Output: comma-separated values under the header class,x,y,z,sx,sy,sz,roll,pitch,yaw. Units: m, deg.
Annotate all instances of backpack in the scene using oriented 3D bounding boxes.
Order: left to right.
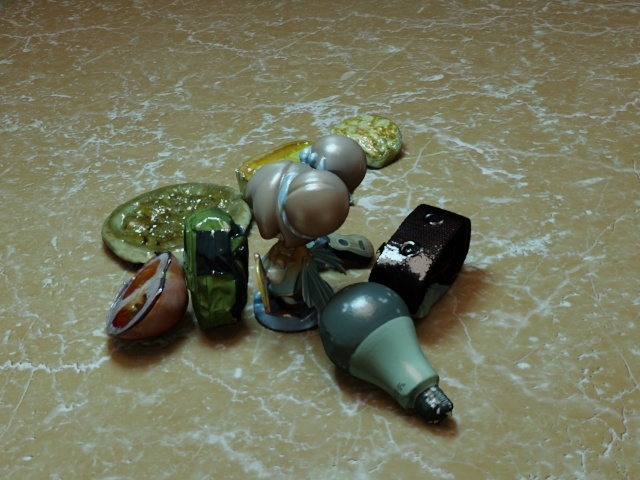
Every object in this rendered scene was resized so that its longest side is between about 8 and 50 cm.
class,x,y,z,sx,sy,sz,roll,pitch,yaw
backpack,-0.220,0.060,1.683,0.140,0.254,0.207,-4,12,-10

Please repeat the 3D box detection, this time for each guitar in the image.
class,x,y,z,sx,sy,sz,roll,pitch,yaw
guitar,-0.002,0.002,1.814,0.271,0.038,0.084,13,32,-24

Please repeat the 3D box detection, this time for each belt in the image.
class,x,y,z,sx,sy,sz,roll,pitch,yaw
belt,0.203,0.041,1.698,0.164,0.184,0.289,23,43,23

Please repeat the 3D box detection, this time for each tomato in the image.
class,x,y,z,sx,sy,sz,roll,pitch,yaw
tomato,-0.360,0.139,1.698,0.199,0.112,0.228,-31,30,29

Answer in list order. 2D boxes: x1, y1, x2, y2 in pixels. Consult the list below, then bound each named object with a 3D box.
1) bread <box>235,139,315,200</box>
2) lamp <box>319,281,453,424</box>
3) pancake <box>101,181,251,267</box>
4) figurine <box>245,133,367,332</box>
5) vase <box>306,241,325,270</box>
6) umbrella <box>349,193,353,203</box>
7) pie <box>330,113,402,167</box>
class,x,y,z,sx,sy,sz,roll,pitch,yaw
bread,-0.087,-0.170,2.061,0.152,0.119,0.288,26,33,27
lamp,0.119,0.226,1.507,0.181,0.182,0.314,-21,69,-21
pancake,-0.354,-0.047,2.009,0.382,0.071,0.382,-4,34,3
figurine,-0.037,-0.006,1.624,0.248,0.388,0.277,5,34,12
vase,-0.037,-0.010,1.906,0.086,0.086,0.214,-11,40,-8
umbrella,0.080,-0.137,2.102,0.044,0.044,0.269,30,40,-3
pie,0.132,-0.285,2.267,0.205,0.084,0.179,27,52,27
